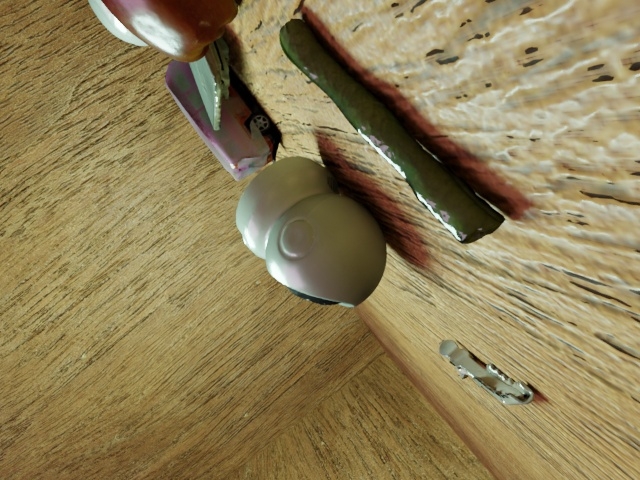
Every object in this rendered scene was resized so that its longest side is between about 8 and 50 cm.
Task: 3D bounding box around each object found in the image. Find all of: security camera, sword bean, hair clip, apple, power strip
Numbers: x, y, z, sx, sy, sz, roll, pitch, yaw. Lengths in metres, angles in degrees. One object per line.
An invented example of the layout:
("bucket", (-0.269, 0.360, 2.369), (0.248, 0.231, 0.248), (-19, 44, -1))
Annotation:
("security camera", (0.000, 0.000, 0.644), (0.236, 0.195, 0.194), (44, 171, 30))
("sword bean", (0.044, -0.101, 0.340), (0.269, 0.038, 0.043), (53, -179, 22))
("hair clip", (0.248, 0.206, 0.597), (0.072, 0.034, 0.226), (50, 174, -6))
("apple", (-0.184, -0.301, 0.483), (0.158, 0.147, 0.156), (54, 154, -17))
("power strip", (-0.207, -0.342, 0.761), (0.213, 0.065, 0.198), (68, 162, 3))

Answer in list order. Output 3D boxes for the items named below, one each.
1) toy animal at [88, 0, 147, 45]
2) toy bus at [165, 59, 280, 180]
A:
("toy animal", (-0.364, -0.481, 0.698), (0.249, 0.174, 0.289), (48, 172, 51))
("toy bus", (-0.219, -0.290, 0.911), (0.302, 0.147, 0.127), (52, 170, 0))
